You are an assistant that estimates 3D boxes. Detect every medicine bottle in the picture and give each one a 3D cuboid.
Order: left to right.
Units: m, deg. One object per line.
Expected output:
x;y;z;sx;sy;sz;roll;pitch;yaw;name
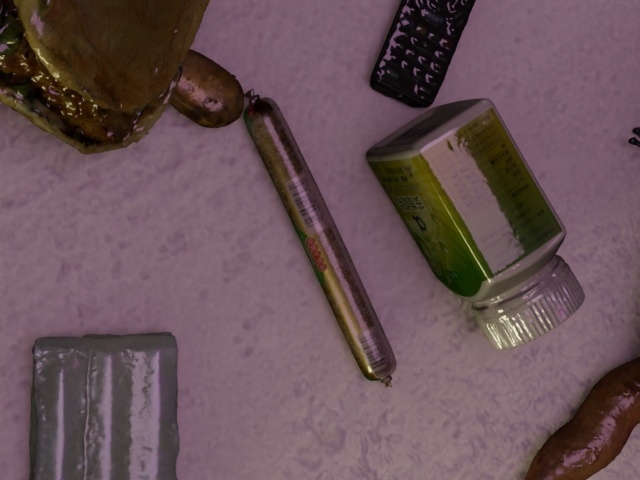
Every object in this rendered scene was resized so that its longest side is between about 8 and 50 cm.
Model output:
0.130;-0.013;1.489;0.088;0.132;0.188;-33;99;-14;medicine bottle

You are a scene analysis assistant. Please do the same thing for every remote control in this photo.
0.109;-0.229;1.541;0.063;0.025;0.245;25;82;-16;remote control

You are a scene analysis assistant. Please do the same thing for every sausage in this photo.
0.000;0.000;1.503;0.033;0.033;0.269;-27;97;-15;sausage

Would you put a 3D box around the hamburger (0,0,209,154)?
-0.176;-0.178;1.391;0.183;0.130;0.206;33;76;-42;hamburger

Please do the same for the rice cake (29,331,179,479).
-0.171;0.189;1.445;0.127;0.043;0.237;2;90;-18;rice cake

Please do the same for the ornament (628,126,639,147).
0.323;-0.060;1.602;0.073;0.028;0.125;-40;98;-13;ornament

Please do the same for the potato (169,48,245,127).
-0.098;-0.121;1.471;0.083;0.040;0.051;35;57;-8;potato

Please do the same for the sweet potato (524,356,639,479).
0.243;0.151;1.562;0.218;0.051;0.065;-35;101;-14;sweet potato
